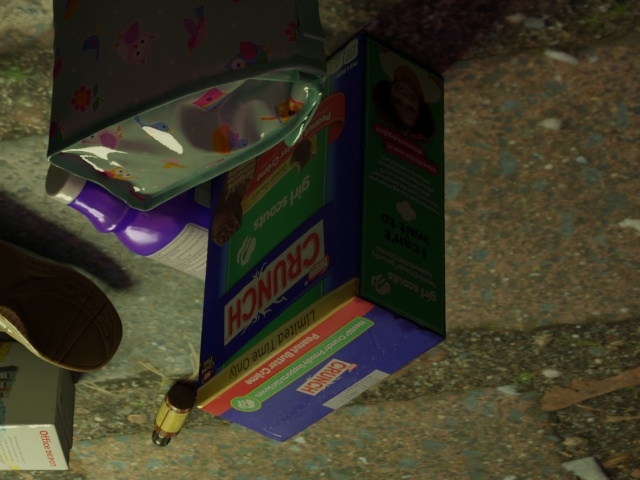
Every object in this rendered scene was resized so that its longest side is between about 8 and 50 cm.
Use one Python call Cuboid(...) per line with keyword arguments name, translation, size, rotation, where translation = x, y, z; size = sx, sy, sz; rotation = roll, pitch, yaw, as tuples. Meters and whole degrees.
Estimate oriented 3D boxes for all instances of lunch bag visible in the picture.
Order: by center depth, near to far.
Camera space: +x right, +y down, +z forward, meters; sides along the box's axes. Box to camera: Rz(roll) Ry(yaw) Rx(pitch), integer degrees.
Cuboid(name="lunch bag", translation=(-0.104, -0.180, 1.503), size=(0.262, 0.223, 0.160), rotation=(-24, 145, 29))

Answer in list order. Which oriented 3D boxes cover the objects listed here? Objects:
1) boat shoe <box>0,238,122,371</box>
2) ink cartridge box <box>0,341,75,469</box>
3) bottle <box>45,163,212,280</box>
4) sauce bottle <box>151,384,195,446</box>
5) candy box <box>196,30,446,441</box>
Cuboid(name="boat shoe", translation=(-0.356, 0.057, 1.987), size=(0.302, 0.109, 0.098), rotation=(34, 173, -40))
Cuboid(name="ink cartridge box", translation=(-0.409, 0.212, 2.178), size=(0.176, 0.127, 0.128), rotation=(0, 146, 1))
Cuboid(name="bottle", translation=(-0.160, -0.027, 1.848), size=(0.283, 0.092, 0.118), rotation=(23, 145, -29))
Cuboid(name="sauce bottle", translation=(-0.202, 0.239, 2.294), size=(0.042, 0.042, 0.128), rotation=(11, 147, -15))
Cuboid(name="candy box", translation=(0.000, 0.000, 1.684), size=(0.122, 0.317, 0.268), rotation=(23, 140, -30))
